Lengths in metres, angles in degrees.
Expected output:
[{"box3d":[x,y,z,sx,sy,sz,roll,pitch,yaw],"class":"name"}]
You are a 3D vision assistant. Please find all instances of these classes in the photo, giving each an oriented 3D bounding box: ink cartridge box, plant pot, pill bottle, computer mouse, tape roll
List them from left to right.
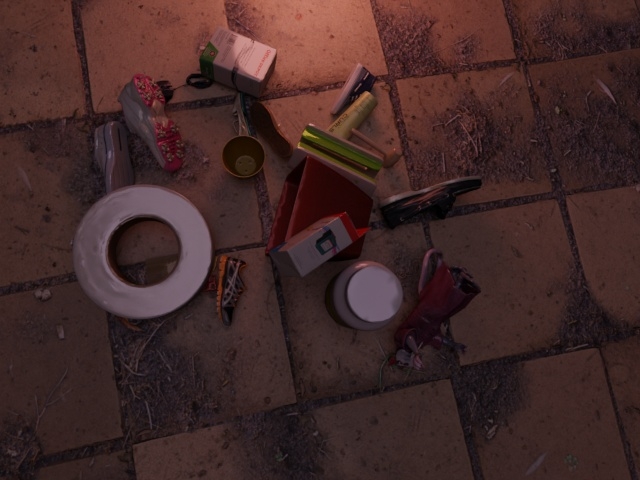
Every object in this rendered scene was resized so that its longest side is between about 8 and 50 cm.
[{"box3d":[-0.506,0.033,1.322,0.391,0.072,0.393,1,83,-5],"class":"tape roll"},{"box3d":[-0.469,-0.498,1.480,0.241,0.041,0.071,-20,82,-9],"class":"computer mouse"},{"box3d":[-0.262,-0.575,1.476,0.208,0.087,0.153,22,68,-1],"class":"ink cartridge box"},{"box3d":[-0.239,-0.249,1.433,0.134,0.095,0.134,1,81,-6],"class":"plant pot"},{"box3d":[0.000,0.000,1.145,0.231,0.134,0.078,-34,102,-24],"class":"ink cartridge box"},{"box3d":[0.002,-0.058,1.357,0.235,0.267,0.267,18,79,-15],"class":"plant pot"},{"box3d":[0.119,0.157,1.279,0.187,0.334,0.188,1,81,-6],"class":"pill bottle"}]

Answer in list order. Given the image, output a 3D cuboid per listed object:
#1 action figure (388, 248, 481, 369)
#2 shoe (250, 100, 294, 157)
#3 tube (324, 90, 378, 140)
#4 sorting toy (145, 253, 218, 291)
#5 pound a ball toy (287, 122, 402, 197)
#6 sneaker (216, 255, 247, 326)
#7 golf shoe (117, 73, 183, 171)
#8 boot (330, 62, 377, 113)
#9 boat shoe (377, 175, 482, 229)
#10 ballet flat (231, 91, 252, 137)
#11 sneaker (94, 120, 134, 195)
[{"box3d":[0.305,0.230,1.360,0.370,0.248,0.276,-53,53,13],"class":"action figure"},{"box3d":[-0.155,-0.356,1.484,0.076,0.058,0.219,-37,81,21],"class":"shoe"},{"box3d":[0.088,-0.381,1.500,0.240,0.062,0.070,-46,51,2],"class":"tube"},{"box3d":[-0.439,0.111,1.381,0.274,0.046,0.133,-10,82,-6],"class":"sorting toy"},{"box3d":[0.078,-0.250,1.451,0.319,0.136,0.208,24,54,-6],"class":"pound a ball toy"},{"box3d":[-0.268,0.152,1.374,0.083,0.084,0.215,4,80,-10],"class":"sneaker"},{"box3d":[-0.532,-0.352,1.430,0.140,0.115,0.307,-17,94,27],"class":"golf shoe"},{"box3d":[0.113,-0.487,1.522,0.086,0.069,0.190,31,90,-19],"class":"boot"},{"box3d":[0.359,-0.116,1.452,0.339,0.127,0.113,-15,84,-6],"class":"boat shoe"},{"box3d":[-0.262,-0.400,1.477,0.052,0.057,0.168,-13,82,3],"class":"ballet flat"},{"box3d":[-0.641,-0.233,1.407,0.091,0.094,0.258,-4,87,26],"class":"sneaker"}]
